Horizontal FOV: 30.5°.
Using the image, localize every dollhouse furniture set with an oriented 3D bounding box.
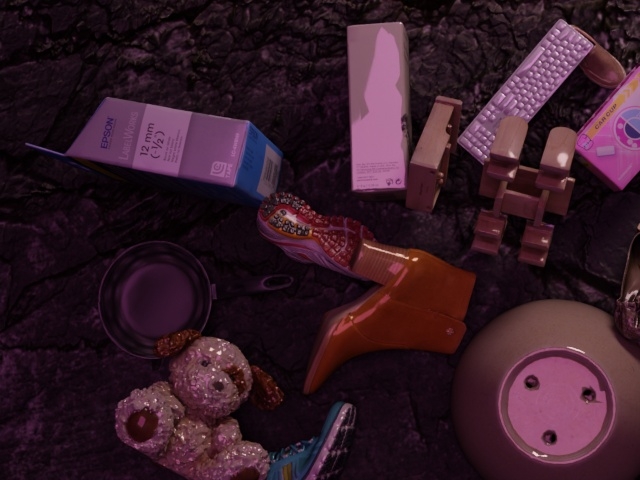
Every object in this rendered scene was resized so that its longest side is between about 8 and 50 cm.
[{"bbox_3d":[0.272,-0.110,1.821,0.242,0.212,0.161,15,48,11],"label":"dollhouse furniture set"}]

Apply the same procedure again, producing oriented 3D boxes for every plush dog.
[{"bbox_3d":[-0.193,0.265,1.888,0.262,0.210,0.225,31,74,-15],"label":"plush dog"}]

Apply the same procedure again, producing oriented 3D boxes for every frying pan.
[{"bbox_3d":[-0.219,0.068,1.960,0.326,0.053,0.197,-30,79,4],"label":"frying pan"}]

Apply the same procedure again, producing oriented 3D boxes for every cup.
[{"bbox_3d":[0.349,0.243,1.735,0.331,0.237,0.331,-1,83,10],"label":"cup"}]

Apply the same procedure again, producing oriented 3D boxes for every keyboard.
[{"bbox_3d":[0.328,-0.235,1.890,0.072,0.014,0.256,43,102,12],"label":"keyboard"}]

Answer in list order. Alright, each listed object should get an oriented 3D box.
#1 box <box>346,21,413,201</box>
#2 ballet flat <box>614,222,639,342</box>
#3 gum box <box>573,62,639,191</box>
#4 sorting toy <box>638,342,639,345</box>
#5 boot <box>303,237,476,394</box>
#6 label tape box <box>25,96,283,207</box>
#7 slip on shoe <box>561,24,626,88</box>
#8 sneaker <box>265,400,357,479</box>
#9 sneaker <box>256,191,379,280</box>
[{"bbox_3d":[0.098,-0.206,1.904,0.094,0.113,0.275,-2,84,10],"label":"box"},{"bbox_3d":[0.487,0.043,1.764,0.084,0.058,0.250,-17,37,44],"label":"ballet flat"},{"bbox_3d":[0.488,-0.182,1.840,0.107,0.062,0.188,41,91,1],"label":"gum box"},{"bbox_3d":[0.642,0.176,1.710,0.255,0.089,0.257,-26,72,-14],"label":"sorting toy"},{"bbox_3d":[0.111,0.151,1.865,0.211,0.104,0.295,22,108,-8],"label":"boot"},{"bbox_3d":[-0.257,-0.146,1.892,0.347,0.249,0.115,13,86,12],"label":"label tape box"},{"bbox_3d":[0.436,-0.297,1.885,0.051,0.041,0.135,-40,78,4],"label":"slip on shoe"},{"bbox_3d":[-0.039,0.366,1.866,0.110,0.107,0.275,34,90,22],"label":"sneaker"},{"bbox_3d":[0.000,0.000,1.917,0.225,0.093,0.088,29,61,-1],"label":"sneaker"}]
